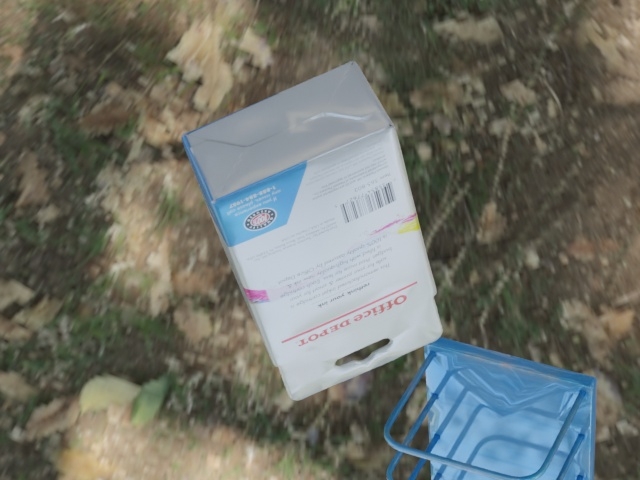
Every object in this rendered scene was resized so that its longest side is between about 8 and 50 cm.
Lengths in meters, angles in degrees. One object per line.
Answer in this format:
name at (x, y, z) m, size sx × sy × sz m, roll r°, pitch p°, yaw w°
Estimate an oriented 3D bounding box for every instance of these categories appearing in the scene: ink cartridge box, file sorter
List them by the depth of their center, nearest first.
ink cartridge box at (0.000, 0.000, 0.941) m, size 0.104 × 0.061 × 0.181 m, roll -23°, pitch 138°, yaw -5°
file sorter at (0.110, 0.171, 1.128) m, size 0.118 × 0.104 × 0.170 m, roll 14°, pitch 133°, yaw 23°
